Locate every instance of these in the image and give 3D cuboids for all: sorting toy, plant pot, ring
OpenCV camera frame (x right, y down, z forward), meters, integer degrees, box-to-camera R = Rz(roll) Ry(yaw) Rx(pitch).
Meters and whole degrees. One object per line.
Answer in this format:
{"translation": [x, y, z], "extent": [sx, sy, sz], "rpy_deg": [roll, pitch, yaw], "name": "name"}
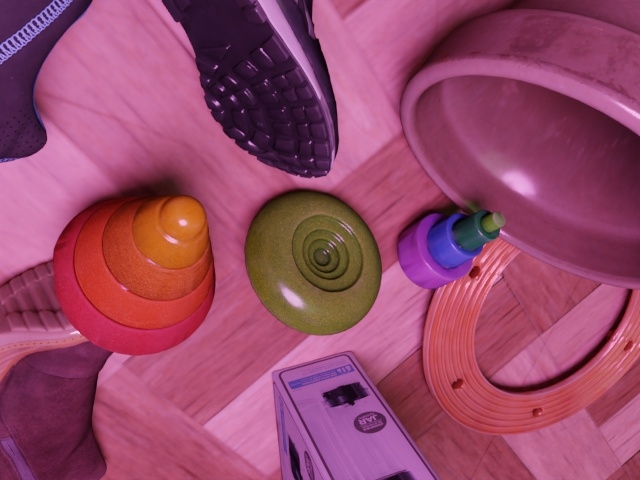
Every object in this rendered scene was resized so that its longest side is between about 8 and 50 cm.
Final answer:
{"translation": [0.000, 0.000, 0.488], "extent": [0.365, 0.126, 0.127], "rpy_deg": [-2, 71, -31], "name": "sorting toy"}
{"translation": [0.229, -0.126, 0.506], "extent": [0.263, 0.263, 0.229], "rpy_deg": [43, 76, -32], "name": "plant pot"}
{"translation": [0.259, 0.075, 0.721], "extent": [0.336, 0.032, 0.336], "rpy_deg": [-10, 118, -19], "name": "ring"}

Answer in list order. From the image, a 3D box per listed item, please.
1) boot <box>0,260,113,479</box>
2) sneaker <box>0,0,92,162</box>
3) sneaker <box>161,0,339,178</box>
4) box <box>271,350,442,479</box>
{"translation": [-0.214, 0.128, 0.534], "extent": [0.248, 0.090, 0.207], "rpy_deg": [-22, 133, -13], "name": "boot"}
{"translation": [-0.195, -0.205, 0.366], "extent": [0.139, 0.125, 0.341], "rpy_deg": [5, 111, -55], "name": "sneaker"}
{"translation": [-0.030, -0.168, 0.441], "extent": [0.124, 0.107, 0.283], "rpy_deg": [-59, 146, -27], "name": "sneaker"}
{"translation": [0.045, 0.249, 0.561], "extent": [0.087, 0.290, 0.169], "rpy_deg": [-12, 119, -18], "name": "box"}
